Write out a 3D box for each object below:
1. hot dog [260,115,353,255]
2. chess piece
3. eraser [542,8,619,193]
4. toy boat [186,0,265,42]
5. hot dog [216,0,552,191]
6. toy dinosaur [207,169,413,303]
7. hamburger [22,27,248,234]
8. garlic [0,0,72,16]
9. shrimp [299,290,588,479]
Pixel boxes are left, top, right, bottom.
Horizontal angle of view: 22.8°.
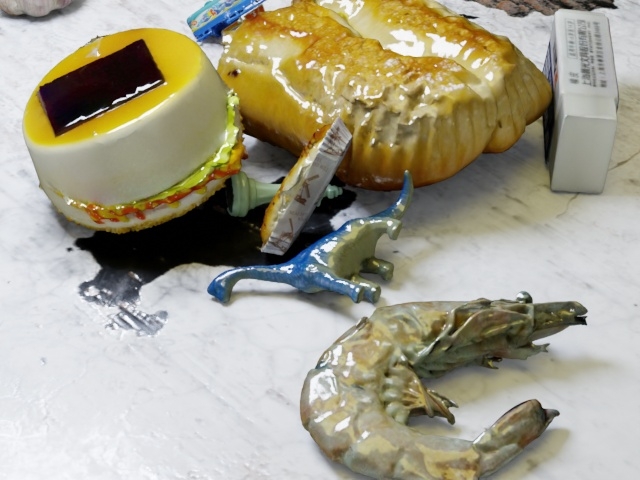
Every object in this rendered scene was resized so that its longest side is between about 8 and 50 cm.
[{"bbox_3d":[-0.020,-0.068,1.938,0.053,0.192,0.099,28,23,-1],"label":"hot dog"},{"bbox_3d":[-0.044,-0.062,2.031,0.149,0.059,0.059,-3,37,-11],"label":"chess piece"},{"bbox_3d":[0.349,-0.192,2.143,0.081,0.124,0.279,6,38,0],"label":"eraser"},{"bbox_3d":[-0.110,-0.324,2.346,0.175,0.110,0.091,-24,13,46],"label":"toy boat"},{"bbox_3d":[0.103,-0.201,2.102,0.367,0.196,0.365,-30,38,-34],"label":"hot dog"},{"bbox_3d":[0.000,0.000,1.920,0.188,0.075,0.248,21,64,19],"label":"toy dinosaur"},{"bbox_3d":[-0.234,-0.132,2.005,0.276,0.179,0.294,-27,39,-6],"label":"hamburger"},{"bbox_3d":[-0.433,-0.410,2.440,0.147,0.102,0.159,25,44,27],"label":"garlic"},{"bbox_3d":[0.151,0.154,1.739,0.360,0.085,0.247,-20,51,-20],"label":"shrimp"}]
